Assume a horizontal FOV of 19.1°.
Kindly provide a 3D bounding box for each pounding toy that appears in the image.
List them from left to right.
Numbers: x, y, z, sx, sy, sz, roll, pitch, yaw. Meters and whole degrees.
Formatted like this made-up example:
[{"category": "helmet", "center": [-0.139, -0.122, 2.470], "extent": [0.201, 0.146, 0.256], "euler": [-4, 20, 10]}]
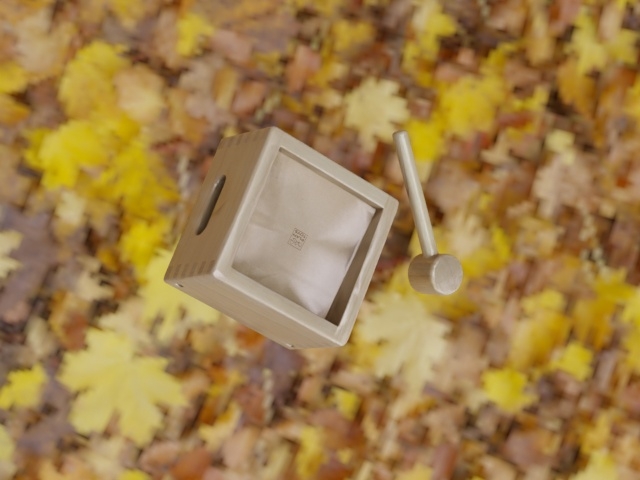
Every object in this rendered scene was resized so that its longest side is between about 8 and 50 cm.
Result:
[{"category": "pounding toy", "center": [0.008, -0.006, 1.489], "extent": [0.206, 0.094, 0.181], "euler": [30, 71, -26]}]
